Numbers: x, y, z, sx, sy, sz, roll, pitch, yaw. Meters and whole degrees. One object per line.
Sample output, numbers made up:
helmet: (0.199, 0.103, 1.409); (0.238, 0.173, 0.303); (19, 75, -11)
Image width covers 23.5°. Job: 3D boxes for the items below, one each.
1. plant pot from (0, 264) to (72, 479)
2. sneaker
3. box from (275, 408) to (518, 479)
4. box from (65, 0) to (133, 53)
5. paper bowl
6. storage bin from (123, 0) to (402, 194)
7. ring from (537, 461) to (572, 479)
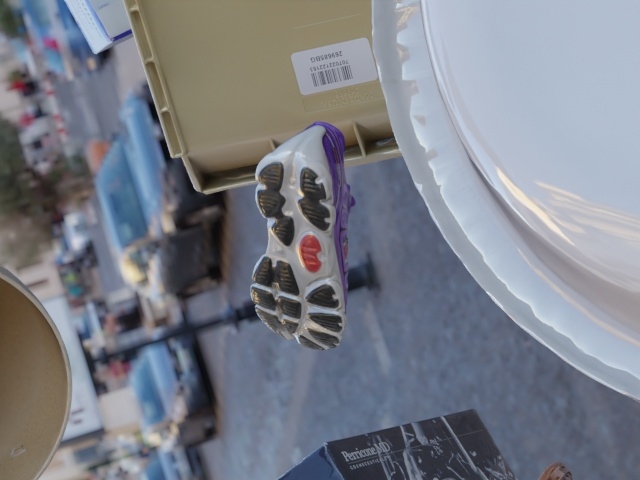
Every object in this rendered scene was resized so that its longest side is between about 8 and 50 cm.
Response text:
plant pot: (-0.382, 0.106, 1.380); (0.191, 0.284, 0.284); (-133, 27, -59)
sneaker: (0.000, 0.000, 1.002); (0.068, 0.071, 0.170); (20, 130, 19)
box: (0.114, 0.382, 1.746); (0.343, 0.179, 0.312); (-2, -124, -57)
box: (-0.162, -0.233, 1.415); (0.072, 0.126, 0.137); (63, 168, -8)
paper bowl: (0.144, -0.082, 0.456); (0.148, 0.284, 0.284); (-4, -107, -56)
storage bin: (0.006, -0.188, 1.043); (0.123, 0.262, 0.260); (-78, -25, -63)
ring: (0.069, 0.270, 0.751); (0.336, 0.032, 0.336); (21, -90, -75)
